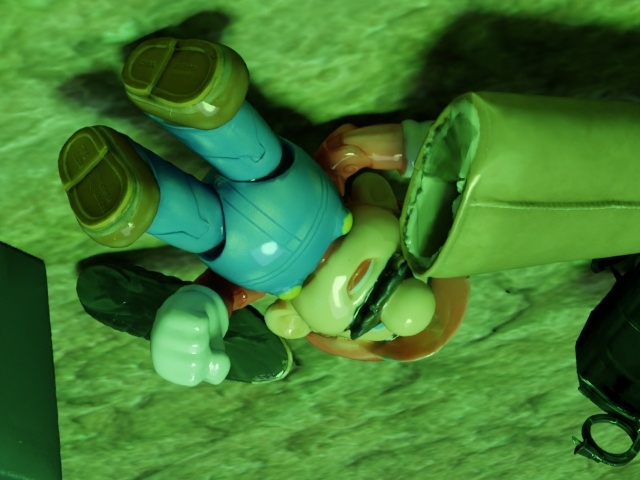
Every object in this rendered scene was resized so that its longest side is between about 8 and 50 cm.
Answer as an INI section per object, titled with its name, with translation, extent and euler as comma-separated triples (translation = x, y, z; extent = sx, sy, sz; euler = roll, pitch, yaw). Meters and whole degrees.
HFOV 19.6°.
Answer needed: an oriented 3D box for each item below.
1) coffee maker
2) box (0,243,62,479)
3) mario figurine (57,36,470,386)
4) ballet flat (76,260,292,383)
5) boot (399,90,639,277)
[coffee maker]
translation = 0.267, 0.057, 1.326
extent = 0.120, 0.171, 0.178
euler = 15, 146, -9
[box]
translation = -0.400, 0.095, 1.200
extent = 0.312, 0.179, 0.343
euler = -26, 148, 28
[mario figurine]
translation = 0.000, 0.000, 1.148
extent = 0.198, 0.170, 0.320
euler = -26, 146, 26
[ballet flat]
translation = -0.092, 0.053, 1.284
extent = 0.173, 0.057, 0.049
euler = 22, -178, 23
[boot]
translation = 0.205, -0.068, 1.094
extent = 0.270, 0.089, 0.236
euler = 0, 128, -21
